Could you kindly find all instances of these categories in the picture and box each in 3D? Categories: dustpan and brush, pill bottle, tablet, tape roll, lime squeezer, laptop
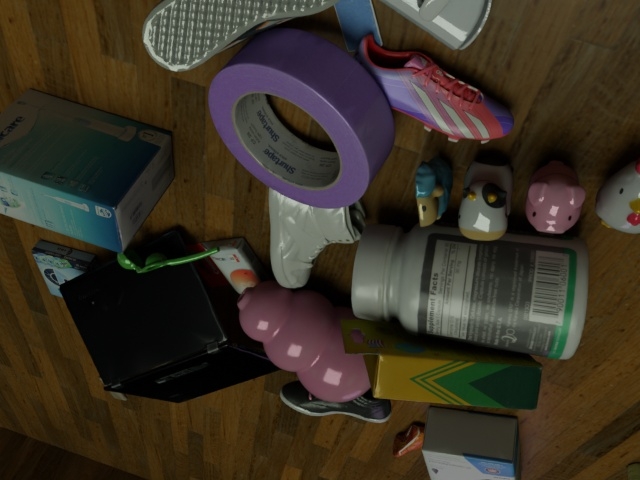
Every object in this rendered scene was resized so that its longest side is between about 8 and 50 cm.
[{"bbox_3d":[0.167,-0.329,0.709,0.147,0.060,0.211,30,139,-10],"label":"dustpan and brush"},{"bbox_3d":[0.247,0.074,1.004,0.361,0.204,0.204,8,137,16],"label":"pill bottle"},{"bbox_3d":[0.052,-0.306,0.825,0.054,0.006,0.083,-1,133,25],"label":"tablet"},{"bbox_3d":[-0.030,-0.174,0.885,0.274,0.090,0.275,26,151,16],"label":"tape roll"},{"bbox_3d":[-0.366,0.021,1.267,0.310,0.110,0.059,18,166,15],"label":"lime squeezer"},{"bbox_3d":[-0.348,0.213,1.437,0.382,0.236,0.408,-22,149,23],"label":"laptop"}]

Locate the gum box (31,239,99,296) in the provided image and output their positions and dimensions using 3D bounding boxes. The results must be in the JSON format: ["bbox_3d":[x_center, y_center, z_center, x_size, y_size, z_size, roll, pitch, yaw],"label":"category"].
[{"bbox_3d":[-0.639,0.090,1.518,0.157,0.041,0.184,14,140,8],"label":"gum box"}]

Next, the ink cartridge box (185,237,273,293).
[{"bbox_3d":[-0.215,0.064,1.311,0.179,0.045,0.145,-9,131,27],"label":"ink cartridge box"}]

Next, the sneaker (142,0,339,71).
[{"bbox_3d":[-0.083,-0.338,0.773,0.321,0.127,0.126,-22,119,8],"label":"sneaker"}]

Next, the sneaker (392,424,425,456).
[{"bbox_3d":[0.253,0.569,1.646,0.067,0.064,0.175,19,143,-13],"label":"sneaker"}]

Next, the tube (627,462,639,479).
[{"bbox_3d":[0.762,0.646,1.376,0.062,0.240,0.070,-8,132,27],"label":"tube"}]

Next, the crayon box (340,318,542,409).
[{"bbox_3d":[0.192,0.209,1.033,0.318,0.202,0.081,5,98,-1],"label":"crayon box"}]

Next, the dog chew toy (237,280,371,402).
[{"bbox_3d":[-0.028,0.201,1.251,0.331,0.207,0.206,33,138,-14],"label":"dog chew toy"}]

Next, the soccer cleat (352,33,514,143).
[{"bbox_3d":[0.158,-0.211,0.829,0.248,0.083,0.095,20,139,7],"label":"soccer cleat"}]

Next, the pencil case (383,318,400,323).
[{"bbox_3d":[0.240,0.189,1.193,0.306,0.119,0.133,24,119,-3],"label":"pencil case"}]

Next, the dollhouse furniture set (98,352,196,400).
[{"bbox_3d":[-0.457,0.362,1.643,0.242,0.161,0.212,4,136,19],"label":"dollhouse furniture set"}]

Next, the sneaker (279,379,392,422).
[{"bbox_3d":[0.041,0.377,1.502,0.295,0.105,0.147,8,136,6],"label":"sneaker"}]

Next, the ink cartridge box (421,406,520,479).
[{"bbox_3d":[0.403,0.582,1.543,0.223,0.129,0.307,0,135,22],"label":"ink cartridge box"}]

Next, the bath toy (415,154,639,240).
[{"bbox_3d":[0.319,-0.068,0.857,0.348,0.151,0.129,3,151,18],"label":"bath toy"}]

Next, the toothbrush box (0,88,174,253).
[{"bbox_3d":[-0.447,-0.131,1.065,0.295,0.216,0.126,18,139,3],"label":"toothbrush box"}]

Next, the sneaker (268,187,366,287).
[{"bbox_3d":[0.000,0.000,1.102,0.169,0.108,0.293,13,137,14],"label":"sneaker"}]
